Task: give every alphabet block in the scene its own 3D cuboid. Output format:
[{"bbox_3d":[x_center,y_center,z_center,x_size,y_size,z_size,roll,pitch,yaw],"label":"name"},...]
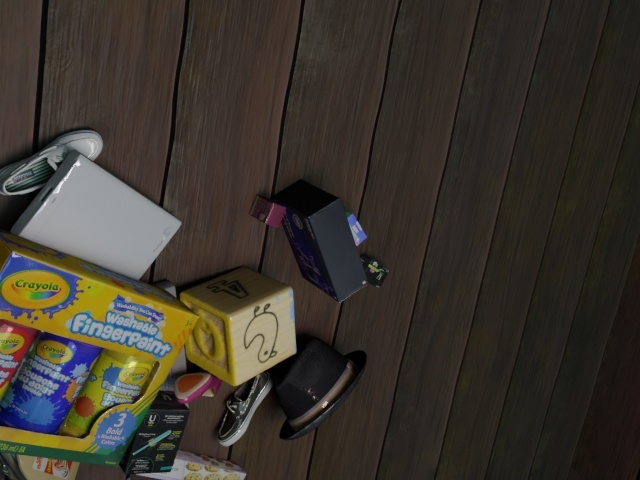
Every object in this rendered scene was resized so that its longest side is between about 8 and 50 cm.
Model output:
[{"bbox_3d":[-0.193,0.197,1.676,0.197,0.193,0.192,-24,119,-41],"label":"alphabet block"}]

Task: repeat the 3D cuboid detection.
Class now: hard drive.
[{"bbox_3d":[-0.453,-0.029,1.472,0.203,0.040,0.307,-53,141,-2],"label":"hard drive"}]

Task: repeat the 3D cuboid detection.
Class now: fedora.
[{"bbox_3d":[-0.031,0.363,1.858,0.334,0.334,0.152,-43,94,-15],"label":"fedora"}]

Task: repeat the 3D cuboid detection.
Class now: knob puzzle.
[{"bbox_3d":[-0.597,0.443,1.546,0.213,0.030,0.213,17,71,-61],"label":"knob puzzle"}]

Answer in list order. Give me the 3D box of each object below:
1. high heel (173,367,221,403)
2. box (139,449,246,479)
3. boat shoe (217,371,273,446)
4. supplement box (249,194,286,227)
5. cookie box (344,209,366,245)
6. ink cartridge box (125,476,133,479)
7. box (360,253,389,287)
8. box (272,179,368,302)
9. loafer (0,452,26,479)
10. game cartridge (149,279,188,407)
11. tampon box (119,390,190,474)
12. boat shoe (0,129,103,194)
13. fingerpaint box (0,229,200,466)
[{"bbox_3d":[-0.290,0.364,1.687,0.082,0.244,0.117,-3,102,2],"label":"high heel"},{"bbox_3d":[-0.338,0.588,1.826,0.324,0.063,0.067,29,88,-39],"label":"box"},{"bbox_3d":[-0.212,0.430,1.854,0.070,0.077,0.219,44,72,-39],"label":"boat shoe"},{"bbox_3d":[-0.128,-0.071,1.712,0.043,0.083,0.055,20,96,-39],"label":"supplement box"},{"bbox_3d":[0.059,-0.043,1.842,0.040,0.107,0.092,-43,126,-15],"label":"cookie box"},{"bbox_3d":[-0.415,0.709,1.772,0.078,0.134,0.231,-45,128,-14],"label":"ink cartridge box"},{"bbox_3d":[0.140,0.085,1.986,0.083,0.052,0.062,33,87,-40],"label":"box"},{"bbox_3d":[0.000,0.000,1.768,0.103,0.184,0.261,-34,123,-22],"label":"box"},{"bbox_3d":[-0.672,0.488,1.532,0.084,0.096,0.268,-29,125,-15],"label":"loafer"},{"bbox_3d":[-0.427,0.282,1.650,0.230,0.068,0.355,-17,117,-35],"label":"game cartridge"},{"bbox_3d":[-0.394,0.440,1.634,0.120,0.101,0.161,13,99,-39],"label":"tampon box"},{"bbox_3d":[-0.527,-0.145,1.401,0.226,0.076,0.083,-35,124,-21],"label":"boat shoe"},{"bbox_3d":[-0.517,0.224,1.390,0.445,0.163,0.371,30,89,-47],"label":"fingerpaint box"}]
